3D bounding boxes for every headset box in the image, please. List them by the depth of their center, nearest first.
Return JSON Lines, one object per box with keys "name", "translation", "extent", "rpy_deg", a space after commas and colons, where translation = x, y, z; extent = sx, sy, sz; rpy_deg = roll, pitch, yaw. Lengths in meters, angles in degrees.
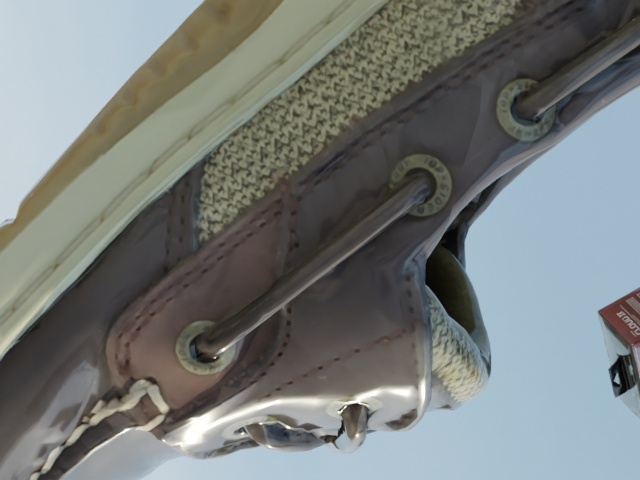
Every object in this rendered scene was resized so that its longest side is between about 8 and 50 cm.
{"name": "headset box", "translation": [0.172, 0.047, 0.832], "extent": [0.032, 0.083, 0.062], "rpy_deg": [49, -16, 48]}

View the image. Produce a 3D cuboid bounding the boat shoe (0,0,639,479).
{"name": "boat shoe", "translation": [0.000, 0.000, 0.364], "extent": [0.285, 0.092, 0.103], "rpy_deg": [-47, 176, 9]}
